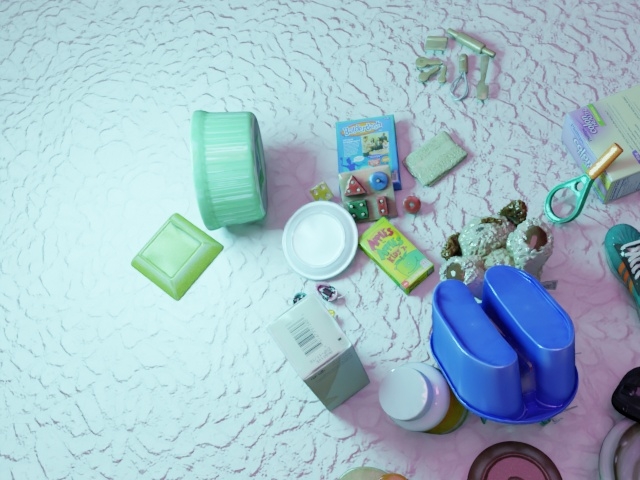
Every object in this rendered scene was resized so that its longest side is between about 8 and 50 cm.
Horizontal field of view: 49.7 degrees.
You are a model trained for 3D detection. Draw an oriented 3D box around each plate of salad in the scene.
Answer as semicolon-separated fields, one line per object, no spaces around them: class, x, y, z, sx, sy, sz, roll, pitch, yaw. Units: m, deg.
plate of salad;0.000;0.000;1.727;0.199;0.048;0.200;-3;81;18

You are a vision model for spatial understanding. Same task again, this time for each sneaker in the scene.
sneaker;0.718;0.081;1.508;0.108;0.121;0.302;-17;63;3

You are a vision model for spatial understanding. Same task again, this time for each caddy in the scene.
caddy;0.352;0.206;1.357;0.241;0.179;0.341;-16;34;-6

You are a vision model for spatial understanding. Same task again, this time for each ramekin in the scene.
ramekin;-0.222;-0.181;1.736;0.148;0.303;0.304;-6;64;1

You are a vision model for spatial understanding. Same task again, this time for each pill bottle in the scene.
pill bottle;0.210;0.323;1.414;0.136;0.245;0.136;-9;70;25

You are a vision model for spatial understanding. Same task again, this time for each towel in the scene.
towel;0.296;-0.212;1.788;0.148;0.027;0.110;-36;64;-6

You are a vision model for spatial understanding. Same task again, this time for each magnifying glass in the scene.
magnifying glass;0.608;-0.132;1.602;0.231;0.026;0.092;-53;50;33

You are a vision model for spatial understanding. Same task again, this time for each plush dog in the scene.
plush dog;0.402;0.031;1.583;0.262;0.210;0.225;-28;43;16

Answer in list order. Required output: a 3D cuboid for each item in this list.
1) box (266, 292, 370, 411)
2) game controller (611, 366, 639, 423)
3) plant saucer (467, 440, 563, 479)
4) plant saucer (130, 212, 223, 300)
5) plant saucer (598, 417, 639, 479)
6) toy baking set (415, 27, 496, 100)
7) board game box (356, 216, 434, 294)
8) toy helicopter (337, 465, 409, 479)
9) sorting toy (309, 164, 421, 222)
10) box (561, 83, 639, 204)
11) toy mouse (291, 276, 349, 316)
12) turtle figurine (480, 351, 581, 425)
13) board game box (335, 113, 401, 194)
box;0.004;0.246;1.470;0.121;0.311;0.148;-36;63;-7
game controller;0.746;0.348;1.354;0.319;0.166;0.067;23;116;32
plant saucer;0.401;0.510;1.418;0.198;0.036;0.199;-5;63;9
plant saucer;-0.383;0.030;1.802;0.188;0.045;0.188;33;75;24
plant saucer;0.718;0.485;1.275;0.400;0.101;0.400;-1;33;1
toy baking set;0.380;-0.480;1.900;0.256;0.030;0.197;33;78;24
board game box;0.181;0.036;1.684;0.092;0.043;0.181;-40;64;-8
toy helicopter;0.081;0.635;1.372;0.234;0.140;0.355;-5;67;12
sorting toy;0.109;-0.113;1.734;0.274;0.046;0.132;-9;94;9
box;0.745;-0.239;1.658;0.242;0.117;0.214;-22;63;0
toy mouse;-0.013;0.147;1.678;0.161;0.031;0.143;-35;63;-6
turtle figurine;0.442;0.306;1.467;0.234;0.118;0.175;-18;103;5
board game box;0.124;-0.224;1.817;0.160;0.047;0.210;-6;65;9
